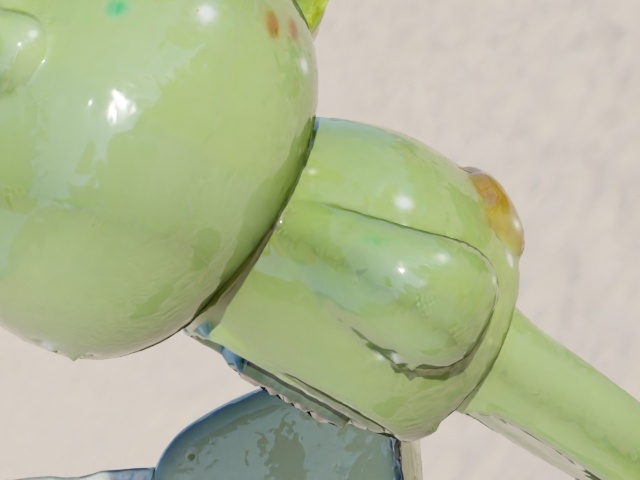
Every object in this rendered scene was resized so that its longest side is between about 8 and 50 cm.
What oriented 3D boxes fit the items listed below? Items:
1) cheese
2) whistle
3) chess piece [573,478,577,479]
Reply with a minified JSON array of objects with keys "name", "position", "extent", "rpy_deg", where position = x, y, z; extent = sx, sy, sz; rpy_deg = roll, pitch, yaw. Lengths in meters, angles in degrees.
[{"name":"cheese","position":[-0.065,0.139,1.007],"extent":[0.251,0.054,0.127],"rpy_deg":[-6,74,18]},{"name":"whistle","position":[0.002,-0.010,0.573],"extent":[0.141,0.294,0.141],"rpy_deg":[-49,31,44]},{"name":"chess piece","position":[0.235,0.158,0.875],"extent":[0.176,0.176,0.298],"rpy_deg":[-54,9,-29]}]
